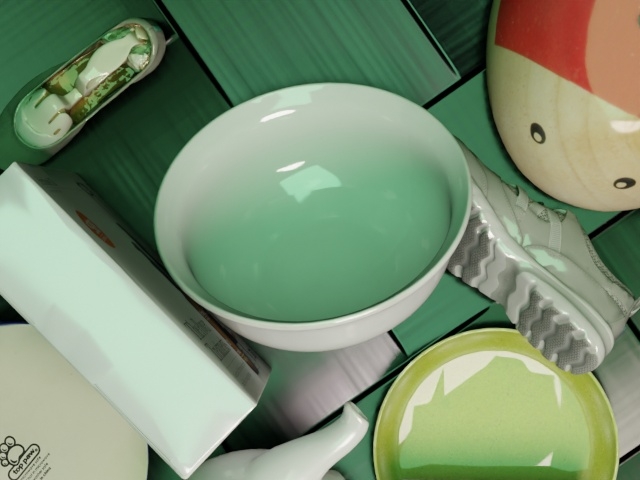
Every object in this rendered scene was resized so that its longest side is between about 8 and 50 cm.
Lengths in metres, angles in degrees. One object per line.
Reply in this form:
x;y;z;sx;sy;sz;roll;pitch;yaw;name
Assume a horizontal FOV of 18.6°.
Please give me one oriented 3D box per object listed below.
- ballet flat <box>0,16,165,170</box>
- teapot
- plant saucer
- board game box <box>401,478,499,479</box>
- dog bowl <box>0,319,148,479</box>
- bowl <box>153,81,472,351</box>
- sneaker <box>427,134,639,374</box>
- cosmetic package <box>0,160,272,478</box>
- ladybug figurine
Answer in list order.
-0.244;-0.147;1.914;0.213;0.068;0.072;-39;90;2;ballet flat
-0.016;0.309;1.849;0.187;0.256;0.252;-13;77;-15;teapot
0.172;0.205;1.928;0.241;0.037;0.241;0;92;1;plant saucer
0.171;0.383;1.898;0.193;0.053;0.305;1;102;1;board game box
-0.301;0.207;1.850;0.265;0.104;0.264;2;86;-27;dog bowl
0.000;0.000;1.851;0.298;0.134;0.297;-5;52;6;bowl
0.196;0.000;1.910;0.115;0.105;0.281;-36;83;-35;sneaker
-0.177;0.062;1.762;0.284;0.377;0.097;43;91;-1;cosmetic package
0.331;-0.239;1.853;0.305;0.162;0.449;25;91;1;ladybug figurine
